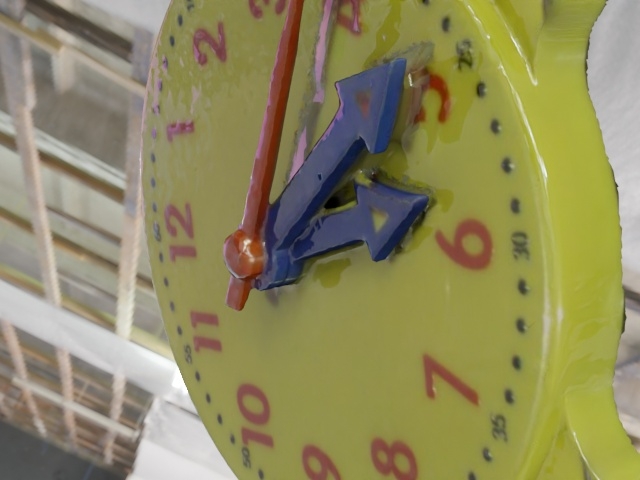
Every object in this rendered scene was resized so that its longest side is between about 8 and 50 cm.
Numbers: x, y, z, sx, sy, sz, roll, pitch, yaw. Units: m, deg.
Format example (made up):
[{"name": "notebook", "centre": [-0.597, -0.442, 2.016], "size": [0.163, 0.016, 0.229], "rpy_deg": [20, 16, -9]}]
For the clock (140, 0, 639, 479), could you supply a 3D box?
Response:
[{"name": "clock", "centre": [-0.004, 0.001, 0.416], "size": [0.071, 0.277, 0.293], "rpy_deg": [-10, 1, -34]}]
